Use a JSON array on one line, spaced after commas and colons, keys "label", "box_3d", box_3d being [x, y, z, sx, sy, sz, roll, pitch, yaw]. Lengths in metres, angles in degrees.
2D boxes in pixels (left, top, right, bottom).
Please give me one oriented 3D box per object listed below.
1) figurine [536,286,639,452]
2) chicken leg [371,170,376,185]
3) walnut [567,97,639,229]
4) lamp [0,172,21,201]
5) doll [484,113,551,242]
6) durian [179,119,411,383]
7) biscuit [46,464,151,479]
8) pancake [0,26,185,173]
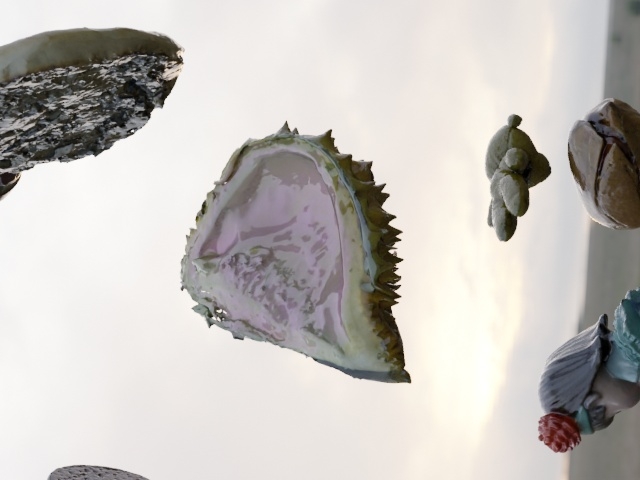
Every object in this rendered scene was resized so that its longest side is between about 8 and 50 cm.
[{"label": "figurine", "box_3d": [0.339, 0.134, 1.945, 0.245, 0.110, 0.138, -51, -9, 37]}, {"label": "chicken leg", "box_3d": [-0.008, -0.008, 1.943, 0.053, 0.205, 0.093, -1, -127, -51]}, {"label": "walnut", "box_3d": [0.401, -0.101, 2.283, 0.245, 0.137, 0.137, 65, -153, -42]}, {"label": "lamp", "box_3d": [-0.486, -0.127, 2.121, 0.265, 0.233, 0.233, -28, -57, -60]}, {"label": "doll", "box_3d": [0.282, -0.080, 2.414, 0.209, 0.097, 0.137, -84, 2, -49]}, {"label": "durian", "box_3d": [-0.007, -0.012, 1.568, 0.305, 0.185, 0.196, 29, 134, 50]}, {"label": "biscuit", "box_3d": [-0.226, 0.255, 1.633, 0.175, 0.124, 0.026, -9, -65, -54]}, {"label": "pancake", "box_3d": [-0.236, -0.111, 1.419, 0.282, 0.282, 0.049, 36, -144, -79]}]
